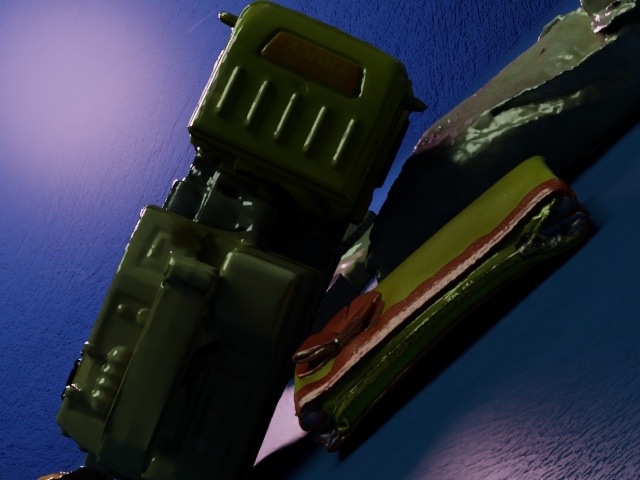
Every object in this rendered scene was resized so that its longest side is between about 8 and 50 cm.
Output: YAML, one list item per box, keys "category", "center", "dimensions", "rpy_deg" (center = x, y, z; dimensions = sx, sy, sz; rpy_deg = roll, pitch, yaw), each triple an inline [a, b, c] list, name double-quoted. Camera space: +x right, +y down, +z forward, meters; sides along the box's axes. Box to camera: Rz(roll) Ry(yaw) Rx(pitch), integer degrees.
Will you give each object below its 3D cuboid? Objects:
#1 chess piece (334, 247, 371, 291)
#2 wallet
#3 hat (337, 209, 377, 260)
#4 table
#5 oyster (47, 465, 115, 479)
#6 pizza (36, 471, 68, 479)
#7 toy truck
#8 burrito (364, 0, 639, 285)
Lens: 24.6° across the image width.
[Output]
- category: "chess piece"
  center: [-0.021, 0.073, 1.783]
  dimensions: [0.200, 0.090, 0.090]
  rpy_deg: [-29, 9, 27]
- category: "wallet"
  center: [0.075, 0.038, 0.999]
  dimensions: [0.241, 0.067, 0.141]
  rpy_deg: [-43, 5, 8]
- category: "hat"
  center: [0.000, 0.000, 1.932]
  dimensions: [0.257, 0.130, 0.257]
  rpy_deg: [-44, 3, 2]
- category: "table"
  center: [-0.013, 0.095, 1.582]
  dimensions: [0.133, 0.043, 0.133]
  rpy_deg: [-43, 3, 3]
- category: "oyster"
  center: [-0.309, 0.375, 1.293]
  dimensions: [0.396, 0.111, 0.204]
  rpy_deg: [-47, -13, -41]
- category: "pizza"
  center: [-0.499, 0.469, 2.039]
  dimensions: [0.406, 0.130, 0.440]
  rpy_deg: [-42, 2, -18]
- category: "toy truck"
  center: [-0.069, 0.012, 1.165]
  dimensions: [0.254, 0.180, 0.405]
  rpy_deg: [116, 179, -86]
- category: "burrito"
  center: [0.171, -0.096, 1.225]
  dimensions: [0.348, 0.107, 0.175]
  rpy_deg: [-46, 4, 7]
